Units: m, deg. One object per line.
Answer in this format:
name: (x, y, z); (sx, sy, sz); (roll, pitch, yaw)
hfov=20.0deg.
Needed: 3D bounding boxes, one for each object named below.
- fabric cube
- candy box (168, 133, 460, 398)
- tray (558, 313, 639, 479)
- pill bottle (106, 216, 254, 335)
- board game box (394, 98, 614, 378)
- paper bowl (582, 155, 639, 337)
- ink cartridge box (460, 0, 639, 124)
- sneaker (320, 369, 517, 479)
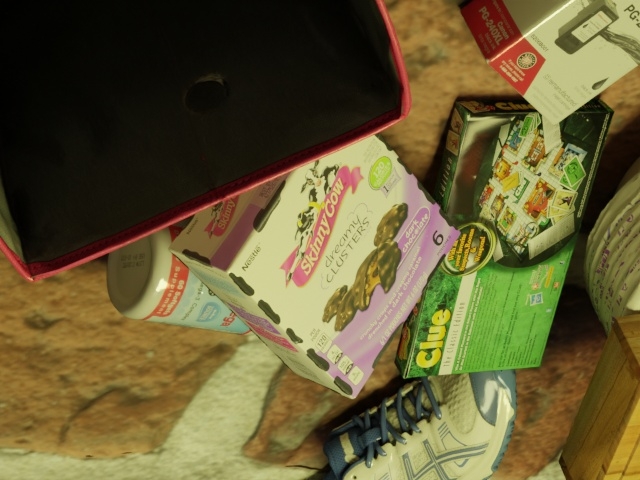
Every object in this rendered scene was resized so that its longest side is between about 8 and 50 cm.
fabric cube: (-0.127, -0.183, 1.042); (0.259, 0.258, 0.254); (-23, 140, 2)
candy box: (0.000, 0.000, 1.382); (0.165, 0.070, 0.196); (-57, 136, -13)
tray: (0.428, 0.130, 1.567); (0.410, 0.076, 0.203); (-8, 140, -17)
pill bottle: (-0.082, 0.029, 1.437); (0.160, 0.087, 0.087); (10, 131, -34)
board game box: (0.150, 0.001, 1.512); (0.136, 0.030, 0.260); (-3, 124, -24)
paper bowl: (0.362, -0.003, 1.555); (0.284, 0.148, 0.284); (-13, 140, -11)
ink cartridge box: (0.199, -0.172, 1.354); (0.150, 0.063, 0.109); (-36, 139, 17)
sneaker: (0.077, 0.195, 1.683); (0.131, 0.112, 0.296); (9, 129, -24)
